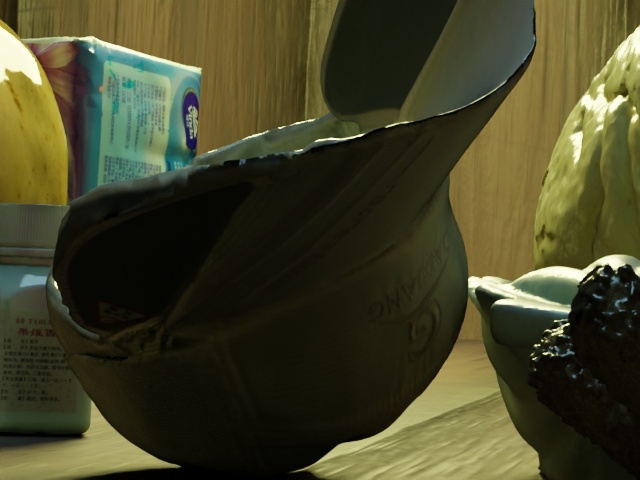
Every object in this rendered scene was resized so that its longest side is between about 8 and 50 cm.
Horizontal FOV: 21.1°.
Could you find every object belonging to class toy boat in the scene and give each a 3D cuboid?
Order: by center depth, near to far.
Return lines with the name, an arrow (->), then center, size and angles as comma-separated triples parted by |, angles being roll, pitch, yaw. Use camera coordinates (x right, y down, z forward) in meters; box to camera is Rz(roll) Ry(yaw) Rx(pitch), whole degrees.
toy boat -> 0.159, 0.060, 0.781 | 0.199, 0.100, 0.290 | 1, -2, 22

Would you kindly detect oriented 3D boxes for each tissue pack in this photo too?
tissue pack -> -0.205, -0.024, 1.419 | 0.146, 0.263, 0.198 | 2, -2, 26

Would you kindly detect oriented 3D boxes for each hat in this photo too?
hat -> 0.002, -0.006, 0.715 | 0.275, 0.161, 0.232 | -45, 5, 48

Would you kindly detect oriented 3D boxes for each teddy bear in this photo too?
teddy bear -> 0.143, 0.071, 0.546 | 0.160, 0.078, 0.119 | 19, -23, 2

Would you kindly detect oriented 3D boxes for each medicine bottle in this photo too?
medicine bottle -> -0.147, 0.040, 0.900 | 0.055, 0.118, 0.074 | 4, 0, -15

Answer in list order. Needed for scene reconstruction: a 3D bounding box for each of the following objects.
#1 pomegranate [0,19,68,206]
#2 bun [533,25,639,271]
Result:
pomegranate -> -0.327, -0.063, 1.201 | 0.319, 0.319, 0.319 | 2, -1, 0
bun -> 0.295, 0.002, 1.048 | 0.352, 0.227, 0.349 | -4, -27, 25
